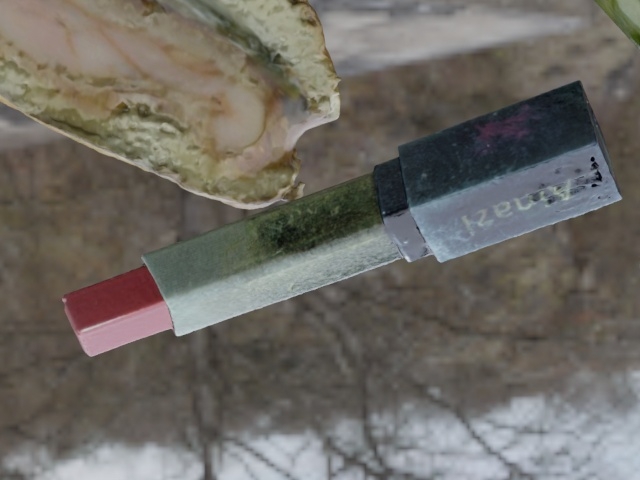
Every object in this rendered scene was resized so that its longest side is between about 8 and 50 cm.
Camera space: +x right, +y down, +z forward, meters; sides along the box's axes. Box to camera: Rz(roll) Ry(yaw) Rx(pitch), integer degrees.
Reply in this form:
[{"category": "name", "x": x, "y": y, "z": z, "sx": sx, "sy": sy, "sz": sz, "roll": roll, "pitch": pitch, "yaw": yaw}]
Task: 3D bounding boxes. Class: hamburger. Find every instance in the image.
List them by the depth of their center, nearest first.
[{"category": "hamburger", "x": -0.150, "y": -0.150, "z": 1.094, "sx": 0.330, "sy": 0.162, "sz": 0.209, "roll": 23, "pitch": -177, "yaw": -11}]

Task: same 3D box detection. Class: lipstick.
[{"category": "lipstick", "x": 0.000, "y": 0.000, "z": 0.884, "sx": 0.312, "sy": 0.051, "sz": 0.051, "roll": -20, "pitch": 139, "yaw": 13}]

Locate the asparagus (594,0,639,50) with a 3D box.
[{"category": "asparagus", "x": 0.114, "y": -0.188, "z": 0.848, "sx": 0.067, "sy": 0.278, "sz": 0.060, "roll": -35, "pitch": 146, "yaw": -4}]
